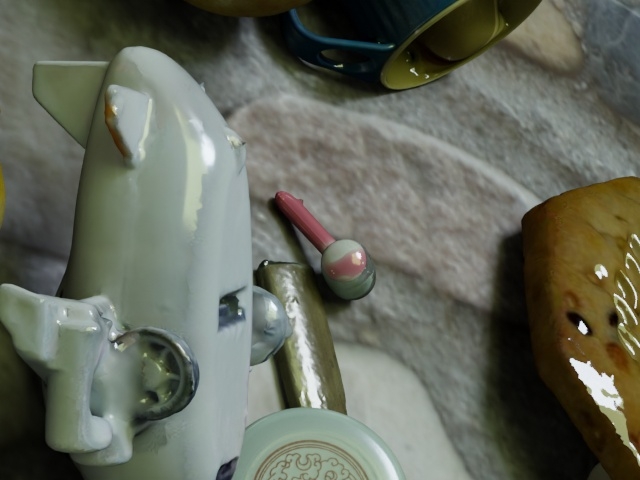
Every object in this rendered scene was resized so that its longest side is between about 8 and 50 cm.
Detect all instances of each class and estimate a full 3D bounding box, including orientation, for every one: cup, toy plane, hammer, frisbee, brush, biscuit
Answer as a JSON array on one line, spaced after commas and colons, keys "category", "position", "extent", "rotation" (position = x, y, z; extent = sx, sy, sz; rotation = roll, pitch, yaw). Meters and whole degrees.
[{"category": "cup", "position": [0.042, -0.193, 1.091], "extent": [0.176, 0.131, 0.155], "rotation": [-24, 76, -20]}, {"category": "toy plane", "position": [-0.090, 0.026, 0.812], "extent": [0.245, 0.117, 0.244], "rotation": [3, 90, -74]}, {"category": "hammer", "position": [0.000, 0.000, 0.988], "extent": [0.031, 0.052, 0.083], "rotation": [-41, 71, -8]}, {"category": "frisbee", "position": [-0.004, 0.141, 0.876], "extent": [0.110, 0.014, 0.110], "rotation": [4, 65, -8]}, {"category": "brush", "position": [0.013, 0.121, 0.924], "extent": [0.043, 0.036, 0.248], "rotation": [12, 56, -46]}, {"category": "biscuit", "position": [0.276, 0.098, 1.108], "extent": [0.359, 0.046, 0.359], "rotation": [27, 40, -25]}]

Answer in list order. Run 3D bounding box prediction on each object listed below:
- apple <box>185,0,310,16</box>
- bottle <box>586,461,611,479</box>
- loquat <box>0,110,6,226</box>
[{"category": "apple", "position": [-0.047, -0.227, 0.984], "extent": [0.155, 0.182, 0.182], "rotation": [42, 32, -63]}, {"category": "bottle", "position": [0.218, 0.173, 1.056], "extent": [0.096, 0.045, 0.045], "rotation": [20, 53, -27]}, {"category": "loquat", "position": [-0.213, -0.038, 0.728], "extent": [0.149, 0.172, 0.204], "rotation": [-25, 56, -34]}]
